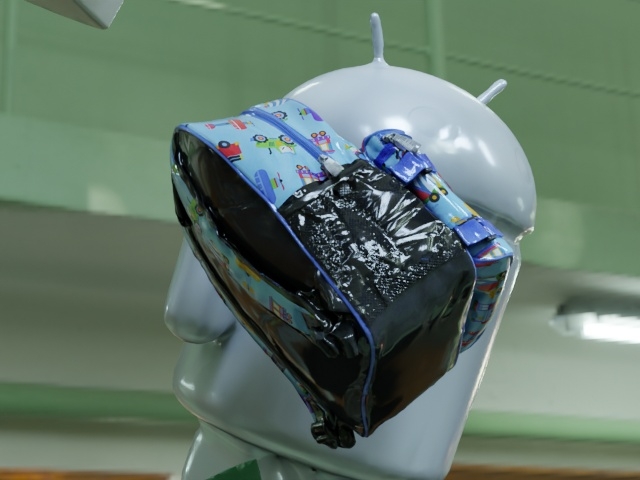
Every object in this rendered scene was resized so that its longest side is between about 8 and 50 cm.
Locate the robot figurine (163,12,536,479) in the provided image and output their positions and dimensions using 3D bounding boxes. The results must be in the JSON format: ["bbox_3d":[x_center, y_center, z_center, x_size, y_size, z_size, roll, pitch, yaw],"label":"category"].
[{"bbox_3d":[0.024,0.033,0.857,0.200,0.353,0.300,18,-3,44],"label":"robot figurine"}]

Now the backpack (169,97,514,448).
[{"bbox_3d":[0.000,0.000,0.663,0.117,0.173,0.158,-35,-24,-18],"label":"backpack"}]

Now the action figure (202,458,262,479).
[{"bbox_3d":[-0.130,0.224,0.740,0.232,0.137,0.063,-18,-15,18],"label":"action figure"}]

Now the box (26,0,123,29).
[{"bbox_3d":[-0.235,-0.266,0.910,0.113,0.094,0.275,24,-9,21],"label":"box"}]
